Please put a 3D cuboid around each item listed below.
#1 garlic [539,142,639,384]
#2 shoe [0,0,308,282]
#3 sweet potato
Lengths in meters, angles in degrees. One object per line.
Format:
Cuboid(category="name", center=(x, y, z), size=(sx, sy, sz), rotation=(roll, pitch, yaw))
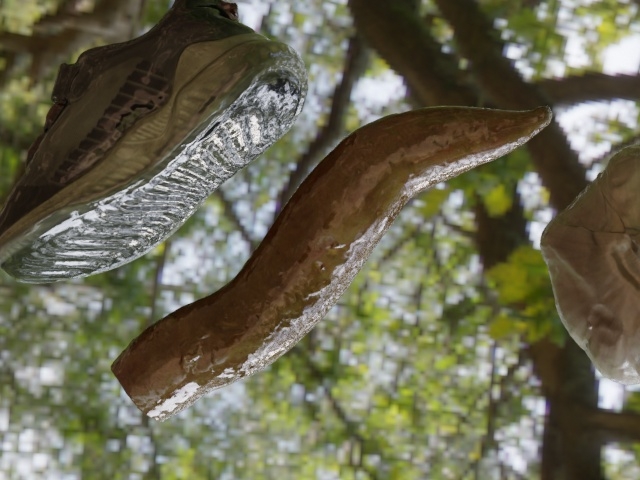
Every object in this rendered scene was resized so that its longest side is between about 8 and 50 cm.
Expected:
Cuboid(category="garlic", center=(0.271, 0.016, 1.293), size=(0.218, 0.212, 0.219), rotation=(-2, -95, 21))
Cuboid(category="shoe", center=(-0.116, -0.068, 0.974), size=(0.227, 0.099, 0.112), rotation=(-35, -115, 15))
Cuboid(category="sweet potato", center=(0.000, 0.000, 0.895), size=(0.281, 0.059, 0.067), rotation=(-43, -108, 12))
